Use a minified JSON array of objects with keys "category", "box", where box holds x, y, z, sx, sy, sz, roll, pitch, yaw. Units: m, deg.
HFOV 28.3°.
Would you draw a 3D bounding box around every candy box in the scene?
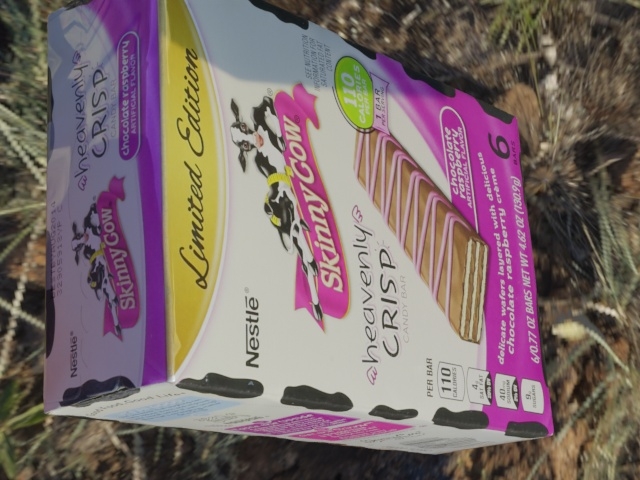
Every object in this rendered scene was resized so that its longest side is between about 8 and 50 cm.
[{"category":"candy box","box":[0.000,0.000,0.524,0.071,0.233,0.159,-18,68,39]}]
